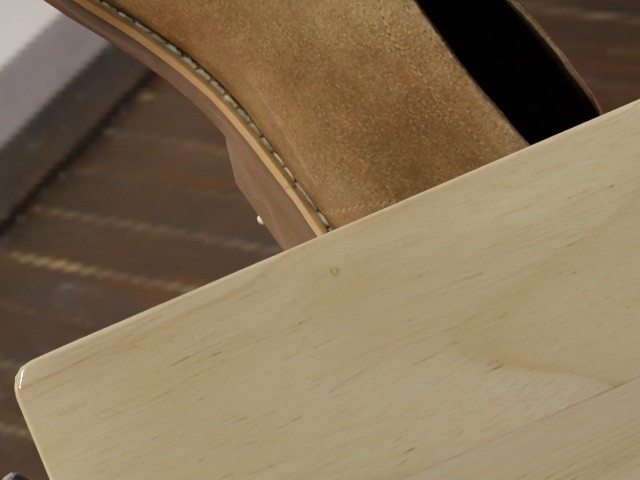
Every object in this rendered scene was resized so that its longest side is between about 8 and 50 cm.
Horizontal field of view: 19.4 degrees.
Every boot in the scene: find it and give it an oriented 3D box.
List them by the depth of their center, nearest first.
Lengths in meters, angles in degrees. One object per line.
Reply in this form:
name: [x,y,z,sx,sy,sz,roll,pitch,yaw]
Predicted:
boot: [-0.023,-0.107,0.629,0.115,0.305,0.112,-36,10,50]

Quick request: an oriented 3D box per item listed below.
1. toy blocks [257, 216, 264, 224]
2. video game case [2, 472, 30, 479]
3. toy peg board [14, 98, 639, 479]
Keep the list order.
toy blocks: [0.000,0.000,1.033,0.054,0.148,0.123,-36,1,6]
video game case: [-0.145,0.284,0.936,0.274,0.196,0.026,-61,16,-23]
toy peg board: [0.040,0.072,0.423,0.161,0.160,0.079,-23,-5,0]
